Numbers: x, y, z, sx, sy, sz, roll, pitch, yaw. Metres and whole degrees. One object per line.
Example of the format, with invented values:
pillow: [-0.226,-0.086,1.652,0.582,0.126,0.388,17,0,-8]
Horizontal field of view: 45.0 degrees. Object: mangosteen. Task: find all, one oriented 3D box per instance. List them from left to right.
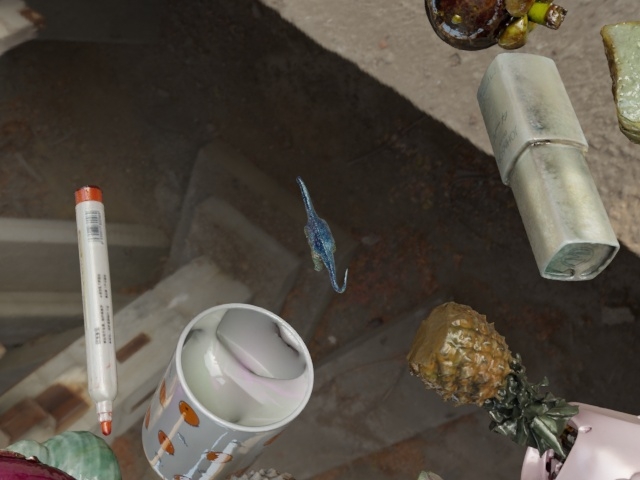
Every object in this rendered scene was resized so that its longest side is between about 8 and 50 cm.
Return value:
mangosteen: [0.271,-0.369,1.182,0.217,0.192,0.192,38,134,20]

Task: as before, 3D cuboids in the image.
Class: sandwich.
sandwich: [0.536,-0.246,1.087,0.251,0.226,0.087,-10,147,24]

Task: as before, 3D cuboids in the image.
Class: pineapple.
pineapple: [0.237,0.190,1.033,0.248,0.128,0.128,37,136,-11]

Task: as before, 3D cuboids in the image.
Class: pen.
pen: [-0.186,0.054,0.647,0.026,0.026,0.218,-35,58,44]

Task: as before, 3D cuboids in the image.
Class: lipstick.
lipstick: [0.226,-0.080,0.783,0.078,0.252,0.079,4,141,-12]

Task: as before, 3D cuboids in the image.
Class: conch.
conch: [-0.383,0.392,1.159,0.220,0.195,0.277,-23,125,39]

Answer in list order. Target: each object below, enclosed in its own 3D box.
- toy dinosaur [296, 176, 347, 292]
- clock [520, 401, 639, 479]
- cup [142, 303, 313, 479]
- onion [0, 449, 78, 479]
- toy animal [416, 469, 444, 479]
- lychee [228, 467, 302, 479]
toy dinosaur: [0.000,0.002,2.056,0.147,0.077,0.362,76,175,-62]
clock: [0.529,0.515,1.519,0.251,0.368,0.376,17,88,0]
cup: [-0.168,0.274,1.256,0.212,0.212,0.317,41,136,8]
onion: [-0.232,0.243,0.537,0.135,0.173,0.198,-30,56,36]
toy animal: [0.136,0.301,0.744,0.126,0.127,0.251,-8,145,11]
lychee: [-0.070,0.463,1.052,0.300,0.300,0.300,19,127,26]
